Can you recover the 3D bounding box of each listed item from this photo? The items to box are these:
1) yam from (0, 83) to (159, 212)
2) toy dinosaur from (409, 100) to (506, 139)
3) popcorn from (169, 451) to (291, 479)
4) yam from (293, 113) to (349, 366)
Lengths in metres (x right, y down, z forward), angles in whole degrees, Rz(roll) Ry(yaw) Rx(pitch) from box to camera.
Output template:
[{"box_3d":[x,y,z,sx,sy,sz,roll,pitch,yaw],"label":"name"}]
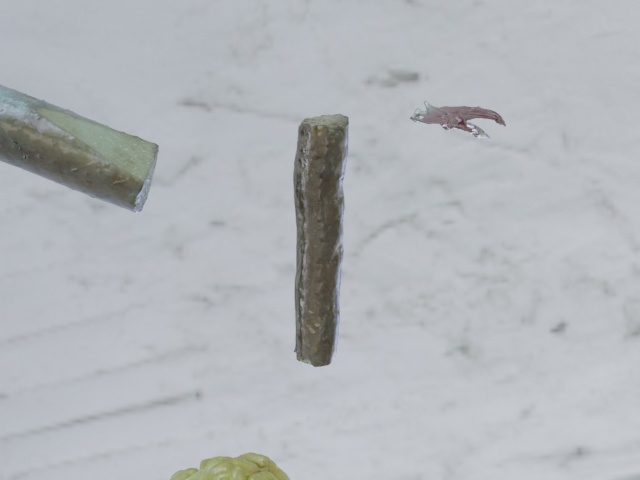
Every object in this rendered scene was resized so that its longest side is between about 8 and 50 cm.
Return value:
[{"box_3d":[-0.226,-0.082,1.287,0.169,0.068,0.068,20,-37,2],"label":"yam"},{"box_3d":[0.167,-0.151,1.838,0.108,0.032,0.220,22,19,36],"label":"toy dinosaur"},{"box_3d":[-0.128,0.390,1.925,0.256,0.255,0.195,-40,-49,15],"label":"popcorn"},{"box_3d":[0.000,0.000,1.588,0.061,0.061,0.274,1,-75,-2],"label":"yam"}]
